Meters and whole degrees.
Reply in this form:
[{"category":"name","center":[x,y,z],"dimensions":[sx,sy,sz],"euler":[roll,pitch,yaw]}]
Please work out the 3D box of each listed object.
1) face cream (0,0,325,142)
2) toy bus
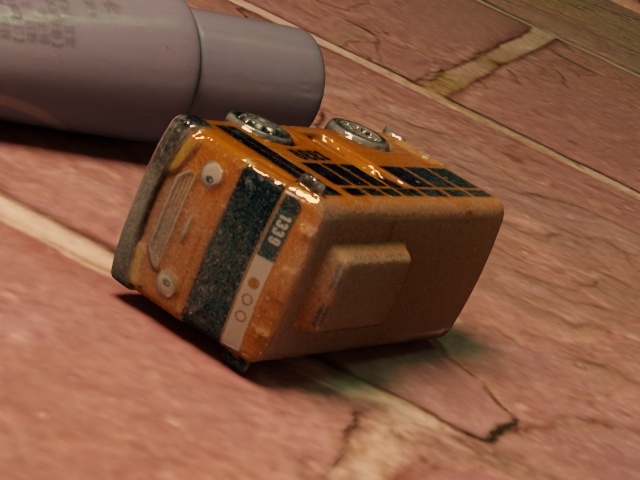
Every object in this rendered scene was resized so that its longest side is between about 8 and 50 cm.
[{"category":"face cream","center":[-0.171,-0.103,0.845],"dimensions":[0.385,0.086,0.135],"euler":[4,23,-35]},{"category":"toy bus","center":[0.000,0.000,0.745],"dimensions":[0.103,0.091,0.182],"euler":[33,18,29]}]
